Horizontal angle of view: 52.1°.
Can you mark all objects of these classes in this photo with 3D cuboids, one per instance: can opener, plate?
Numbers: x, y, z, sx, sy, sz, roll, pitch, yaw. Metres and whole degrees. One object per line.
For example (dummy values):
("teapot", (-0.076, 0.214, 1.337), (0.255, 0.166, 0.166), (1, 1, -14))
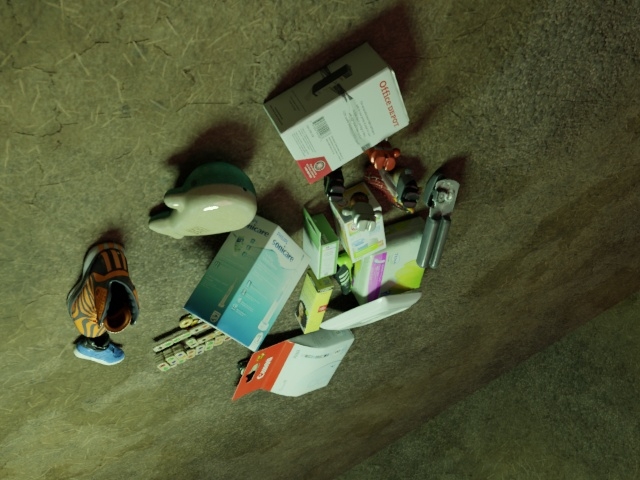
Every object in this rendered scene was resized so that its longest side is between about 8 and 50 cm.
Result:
("can opener", (0.334, -0.059, 1.919), (0.076, 0.095, 0.283), (0, 117, -22))
("plate", (0.173, 0.240, 2.175), (0.278, 0.045, 0.277), (-26, 166, 32))

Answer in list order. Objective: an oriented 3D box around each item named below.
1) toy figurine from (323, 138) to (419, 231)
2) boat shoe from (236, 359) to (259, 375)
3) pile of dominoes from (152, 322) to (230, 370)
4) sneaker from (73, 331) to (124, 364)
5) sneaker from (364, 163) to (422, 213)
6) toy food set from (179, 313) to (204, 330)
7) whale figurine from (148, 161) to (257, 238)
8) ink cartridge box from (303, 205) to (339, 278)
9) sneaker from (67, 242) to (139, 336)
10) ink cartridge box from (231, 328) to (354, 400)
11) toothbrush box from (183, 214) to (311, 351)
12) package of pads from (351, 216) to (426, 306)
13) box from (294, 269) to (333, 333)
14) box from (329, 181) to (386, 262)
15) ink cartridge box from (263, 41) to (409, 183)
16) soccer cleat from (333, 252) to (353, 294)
("toy figurine", (0.121, -0.149, 1.616), (0.213, 0.148, 0.209), (-33, 126, 17))
("boat shoe", (-0.225, 0.425, 2.252), (0.133, 0.042, 0.048), (-11, 129, -39))
("pile of dominoes", (-0.375, 0.322, 1.987), (0.251, 0.040, 0.196), (-25, 153, -6))
("sneaker", (-0.590, 0.294, 1.800), (0.085, 0.058, 0.152), (-37, 140, 27))
("sneaker", (0.200, -0.159, 1.787), (0.225, 0.088, 0.092), (33, 86, -48))
("toy food set", (-0.371, 0.240, 1.923), (0.083, 0.020, 0.083), (-23, 145, -9))
("whale figurine", (-0.272, -0.089, 1.503), (0.272, 0.141, 0.216), (-21, 154, 34))
("ink cartridge box", (0.000, 0.000, 1.804), (0.062, 0.109, 0.209), (-19, 144, -16))
("sneaker", (-0.526, 0.171, 1.579), (0.125, 0.180, 0.321), (-5, 139, -31))
("ink cartridge box", (-0.095, 0.452, 2.298), (0.385, 0.091, 0.308), (-14, 145, -36))
("toothbrush box", (-0.180, 0.107, 1.686), (0.295, 0.126, 0.216), (-59, 147, -10))
("package of pads", (0.226, 0.069, 2.065), (0.229, 0.101, 0.296), (-17, 145, -16))
("box", (-0.022, 0.191, 2.056), (0.058, 0.087, 0.232), (-11, 141, -25))
("box", (0.105, -0.048, 1.823), (0.114, 0.103, 0.203), (-25, 146, -7))
("ink cartridge box", (0.041, -0.282, 1.465), (0.273, 0.114, 0.197), (-30, 145, 2))
("soccer cleat", (0.064, 0.104, 2.040), (0.072, 0.060, 0.178), (-10, 136, -10))
